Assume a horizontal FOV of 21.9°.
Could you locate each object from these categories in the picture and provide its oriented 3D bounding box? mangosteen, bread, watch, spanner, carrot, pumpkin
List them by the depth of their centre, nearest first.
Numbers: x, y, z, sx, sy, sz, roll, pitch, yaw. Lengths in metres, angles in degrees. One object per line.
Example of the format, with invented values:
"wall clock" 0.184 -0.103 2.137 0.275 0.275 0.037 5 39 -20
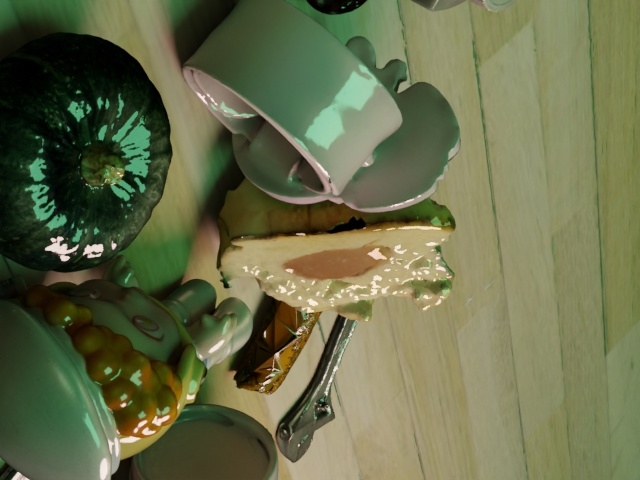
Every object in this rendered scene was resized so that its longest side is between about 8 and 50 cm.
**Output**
"pumpkin" -0.222 -0.075 1.441 0.211 0.152 0.212 -22 116 -56
"watch" 0.004 -0.141 1.619 0.196 0.244 0.231 -50 155 -10
"mangosteen" 0.016 -0.270 1.687 0.081 0.081 0.081 -34 142 -32
"bread" 0.003 0.010 1.777 0.211 0.224 0.184 -39 150 -13
"carrot" -0.030 0.080 1.940 0.069 0.069 0.229 9 111 -56
"spanner" 0.018 0.140 2.098 0.093 0.026 0.325 -2 117 -52

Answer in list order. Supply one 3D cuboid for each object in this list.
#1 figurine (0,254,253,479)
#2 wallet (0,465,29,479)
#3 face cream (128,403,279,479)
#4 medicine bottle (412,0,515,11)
"figurine" -0.184 0.135 1.625 0.382 0.224 0.205 -5 125 -53
"wallet" -0.293 0.253 1.765 0.232 0.025 0.119 -52 148 -8
"face cream" -0.134 0.312 1.895 0.175 0.175 0.195 -31 141 -36
"medicine bottle" 0.121 -0.309 1.682 0.088 0.188 0.132 -28 139 -38
